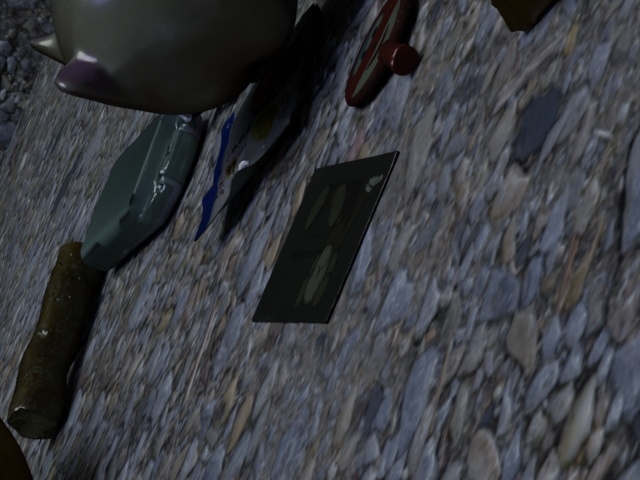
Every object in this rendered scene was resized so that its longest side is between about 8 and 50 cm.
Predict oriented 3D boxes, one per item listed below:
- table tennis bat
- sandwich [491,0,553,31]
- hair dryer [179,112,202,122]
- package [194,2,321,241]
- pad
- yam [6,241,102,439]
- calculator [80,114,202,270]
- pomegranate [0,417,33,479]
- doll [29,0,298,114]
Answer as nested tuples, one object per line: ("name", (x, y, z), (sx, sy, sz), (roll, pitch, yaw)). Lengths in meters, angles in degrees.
("table tennis bat", (0.048, -0.139, 1.445), (0.098, 0.019, 0.154), (-63, 12, 6))
("sandwich", (0.164, -0.200, 1.143), (0.163, 0.113, 0.079), (-13, 43, 26))
("hair dryer", (-0.105, -0.142, 1.936), (0.047, 0.026, 0.083), (-40, 16, -28))
("package", (-0.055, -0.101, 1.705), (0.173, 0.027, 0.171), (-48, 22, 35))
("pad", (0.000, 0.000, 1.406), (0.127, 0.004, 0.190), (-67, 15, -9))
("yam", (-0.277, 0.100, 2.086), (0.061, 0.061, 0.253), (-51, 19, 42))
("calculator", (-0.188, -0.053, 2.047), (0.246, 0.045, 0.141), (-36, 33, 60))
("pomegranate", (-0.441, 0.278, 1.723), (0.411, 0.411, 0.411), (-57, 17, 28))
("doll", (-0.069, -0.261, 1.632), (0.370, 0.226, 0.215), (-58, 28, 10))
